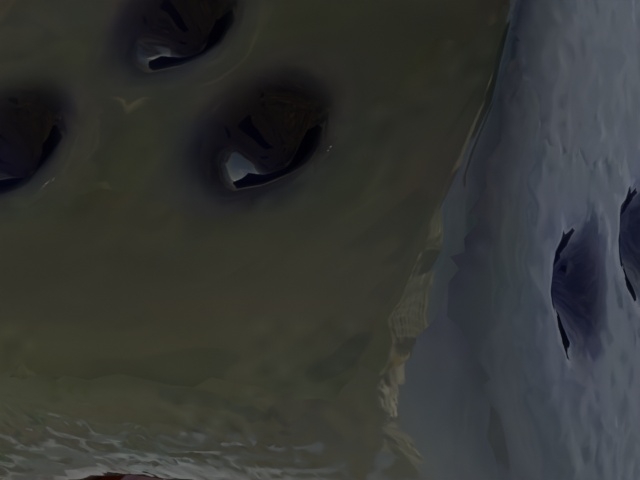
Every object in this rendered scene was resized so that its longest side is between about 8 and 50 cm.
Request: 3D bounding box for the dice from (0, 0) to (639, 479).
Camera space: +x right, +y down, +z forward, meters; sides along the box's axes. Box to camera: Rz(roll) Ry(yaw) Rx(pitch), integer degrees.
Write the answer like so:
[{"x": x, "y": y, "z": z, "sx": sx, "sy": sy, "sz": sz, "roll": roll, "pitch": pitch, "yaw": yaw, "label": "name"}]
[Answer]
[{"x": 0.000, "y": 0.000, "z": 0.442, "sx": 0.193, "sy": 0.194, "sz": 0.192, "roll": 53, "pitch": 45, "yaw": -46, "label": "dice"}]
